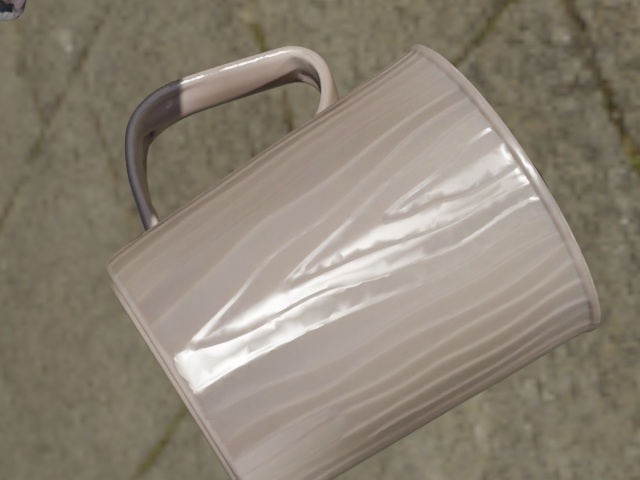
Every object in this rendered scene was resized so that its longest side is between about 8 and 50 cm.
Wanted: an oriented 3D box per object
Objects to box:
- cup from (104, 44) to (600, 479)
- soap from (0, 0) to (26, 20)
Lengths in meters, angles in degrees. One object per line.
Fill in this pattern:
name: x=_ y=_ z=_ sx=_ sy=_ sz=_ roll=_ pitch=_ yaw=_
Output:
cup: x=0.003 y=0.001 z=1.177 sx=0.288 sy=0.273 sz=0.208 roll=58 pitch=174 yaw=-7
soap: x=-0.177 y=-0.264 z=0.647 sx=0.296 sy=0.107 sz=0.285 roll=51 pitch=-132 yaw=-67
